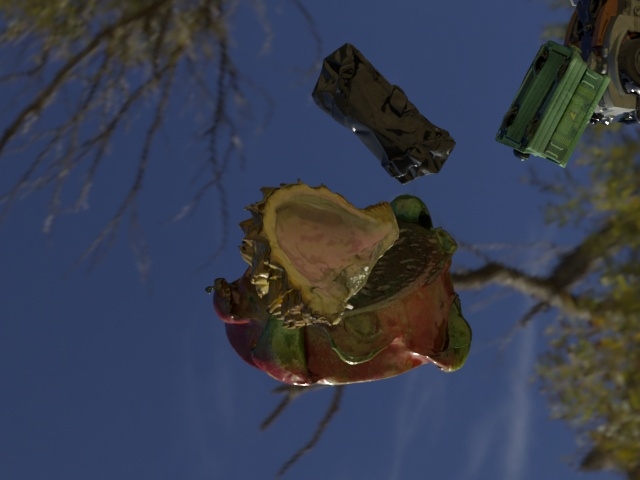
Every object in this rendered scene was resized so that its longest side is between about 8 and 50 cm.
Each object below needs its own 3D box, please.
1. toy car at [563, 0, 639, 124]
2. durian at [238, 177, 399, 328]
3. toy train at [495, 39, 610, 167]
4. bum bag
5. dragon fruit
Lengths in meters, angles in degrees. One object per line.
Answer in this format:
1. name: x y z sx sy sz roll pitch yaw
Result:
1. toy car: 0.354 -0.289 1.986 0.118 0.193 0.301 2 -92 -14
2. durian: -0.002 0.012 1.463 0.140 0.078 0.224 48 -146 11
3. toy train: 0.174 -0.100 1.213 0.056 0.038 0.093 24 -85 -38
4. bum bag: 0.071 -0.150 1.969 0.198 0.087 0.049 44 -173 4
5. dragon fruit: 0.027 0.064 1.716 0.295 0.268 0.130 -34 -52 -35
